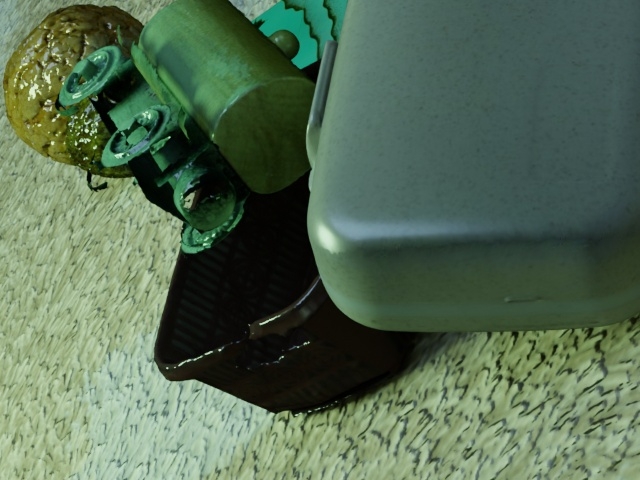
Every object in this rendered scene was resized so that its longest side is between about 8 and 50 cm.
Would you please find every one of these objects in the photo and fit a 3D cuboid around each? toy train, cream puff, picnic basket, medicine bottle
[{"bbox_3d":[-0.105,-0.113,1.565,0.189,0.126,0.307,-49,28,5],"label":"toy train"},{"bbox_3d":[-0.218,-0.142,2.038,0.183,0.183,0.169,-53,50,0],"label":"cream puff"},{"bbox_3d":[0.000,0.000,1.552,0.222,0.129,0.297,-26,38,39],"label":"picnic basket"},{"bbox_3d":[0.132,-0.103,1.392,0.282,0.123,0.375,-3,50,16],"label":"medicine bottle"}]

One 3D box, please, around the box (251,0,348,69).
[{"bbox_3d":[-0.039,-0.174,1.900,0.226,0.042,0.161,-31,36,36],"label":"box"}]
